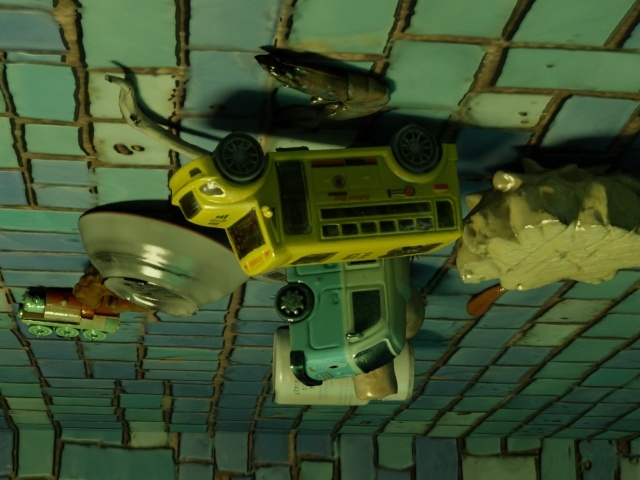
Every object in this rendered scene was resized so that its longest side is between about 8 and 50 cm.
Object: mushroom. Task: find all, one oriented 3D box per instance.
[{"bbox_3d":[-0.178,-0.133,1.703,0.068,0.043,0.306,-28,151,21],"label":"mushroom"},{"bbox_3d":[0.058,0.139,2.347,0.206,0.209,0.206,19,-178,-1],"label":"mushroom"}]

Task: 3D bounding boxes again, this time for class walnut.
[{"bbox_3d":[-0.308,0.066,2.302,0.143,0.069,0.170,11,159,-29],"label":"walnut"}]

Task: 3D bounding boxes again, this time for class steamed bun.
[{"bbox_3d":[0.318,-0.030,1.875,0.295,0.137,0.292,-18,156,31],"label":"steamed bun"}]

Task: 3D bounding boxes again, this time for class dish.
[{"bbox_3d":[-0.234,0.047,2.106,0.260,0.085,0.260,14,163,4],"label":"dish"}]

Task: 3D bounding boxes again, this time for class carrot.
[{"bbox_3d":[0.279,0.100,2.476,0.035,0.035,0.142,6,158,-19],"label":"carrot"}]

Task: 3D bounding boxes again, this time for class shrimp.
[{"bbox_3d":[-0.024,-0.159,1.621,0.195,0.035,0.148,12,162,-39],"label":"shrimp"}]

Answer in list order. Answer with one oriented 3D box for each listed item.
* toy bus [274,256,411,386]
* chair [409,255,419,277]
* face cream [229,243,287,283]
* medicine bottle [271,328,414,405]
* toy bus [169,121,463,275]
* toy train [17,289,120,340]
[{"bbox_3d":[0.031,0.040,1.872,0.165,0.271,0.133,-7,163,10],"label":"toy bus"},{"bbox_3d":[0.123,0.024,2.228,0.037,0.042,0.086,5,-162,-13],"label":"chair"},{"bbox_3d":[0.000,0.000,2.073,0.144,0.071,0.291,16,158,-34],"label":"face cream"},{"bbox_3d":[0.040,0.237,2.736,0.258,0.143,0.143,3,163,-4],"label":"medicine bottle"},{"bbox_3d":[-0.005,-0.044,1.720,0.330,0.152,0.144,-5,170,-22],"label":"toy bus"},{"bbox_3d":[-0.423,0.117,2.482,0.176,0.074,0.118,8,152,-10],"label":"toy train"}]
